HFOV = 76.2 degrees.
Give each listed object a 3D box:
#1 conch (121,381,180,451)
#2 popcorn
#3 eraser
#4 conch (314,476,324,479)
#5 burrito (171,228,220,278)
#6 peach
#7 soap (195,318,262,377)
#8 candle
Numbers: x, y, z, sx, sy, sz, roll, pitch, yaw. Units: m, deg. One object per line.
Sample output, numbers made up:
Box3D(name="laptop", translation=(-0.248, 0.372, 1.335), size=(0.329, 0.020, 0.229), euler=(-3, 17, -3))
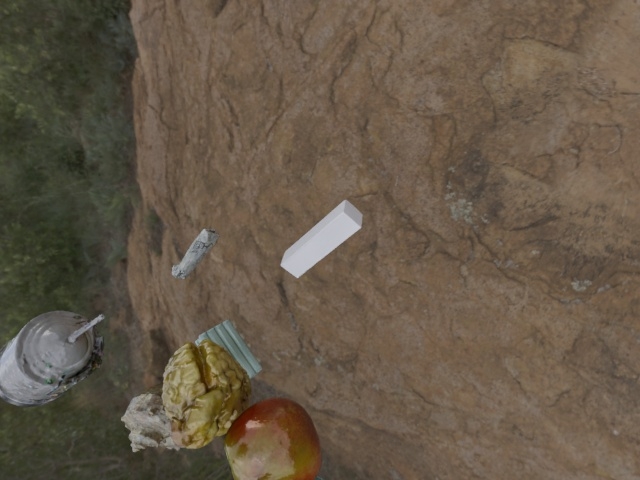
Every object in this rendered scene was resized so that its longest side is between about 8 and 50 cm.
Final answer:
Box3D(name="conch", translation=(-0.499, 0.611, 1.443), size=(0.210, 0.352, 0.297), euler=(21, 134, 40))
Box3D(name="popcorn", translation=(-0.303, 0.395, 1.073), size=(0.332, 0.225, 0.265), euler=(-144, 43, -85))
Box3D(name="eraser", translation=(0.000, 0.000, 1.279), size=(0.076, 0.078, 0.298), euler=(39, 123, -18))
Box3D(name="conch", translation=(-0.059, 0.744, 1.130), size=(0.172, 0.199, 0.131), euler=(168, 110, -70))
Box3D(name="burrito", translation=(-0.413, 0.044, 1.346), size=(0.064, 0.064, 0.203), euler=(43, 94, 23))
Box3D(name="peach", translation=(-0.110, 0.499, 0.981), size=(0.231, 0.231, 0.231), euler=(17, 116, 38))
Box3D(name="soap", translation=(-0.391, 0.489, 1.739), size=(0.265, 0.159, 0.087), euler=(51, 133, 13))
Box3D(name="candle", translation=(-0.617, 0.261, 0.950), size=(0.330, 0.187, 0.187), euler=(-33, 83, 33))
